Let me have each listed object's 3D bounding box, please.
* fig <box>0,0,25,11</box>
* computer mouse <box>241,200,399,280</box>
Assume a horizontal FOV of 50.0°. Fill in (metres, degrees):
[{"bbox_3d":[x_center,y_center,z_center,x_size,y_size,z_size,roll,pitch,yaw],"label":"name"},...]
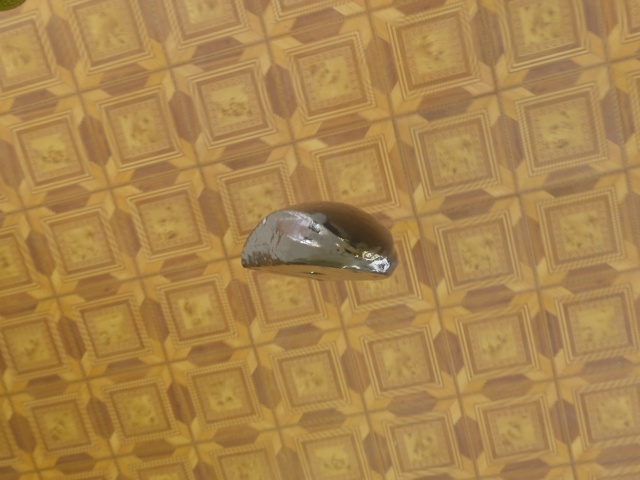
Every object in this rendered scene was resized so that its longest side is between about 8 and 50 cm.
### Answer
[{"bbox_3d":[-0.413,-0.361,0.779,0.233,0.167,0.167,30,107,25],"label":"fig"},{"bbox_3d":[0.000,0.000,0.819,0.138,0.270,0.086,11,81,-22],"label":"computer mouse"}]
